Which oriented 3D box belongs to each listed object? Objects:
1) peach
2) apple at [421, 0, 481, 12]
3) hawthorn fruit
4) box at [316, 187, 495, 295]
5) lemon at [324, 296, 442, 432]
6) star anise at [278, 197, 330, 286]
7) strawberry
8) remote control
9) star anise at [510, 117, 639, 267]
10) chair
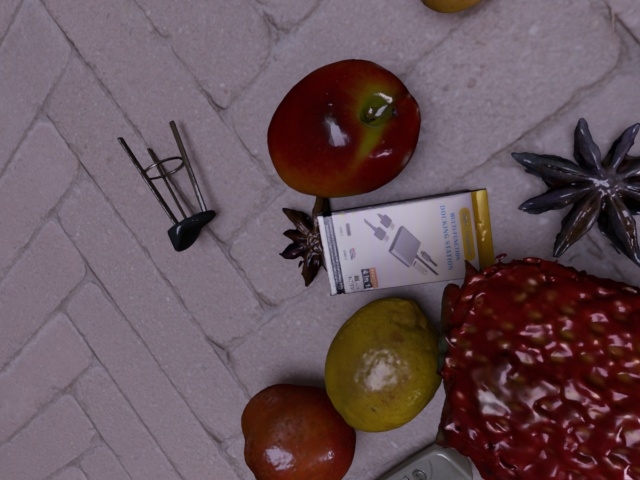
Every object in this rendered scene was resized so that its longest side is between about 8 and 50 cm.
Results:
[{"bbox_3d":[0.028,-0.151,0.586,0.190,0.226,0.195,30,77,-20],"label":"peach"},{"bbox_3d":[0.160,-0.351,0.478,0.147,0.146,0.146,6,105,22],"label":"apple"},{"bbox_3d":[-0.019,0.333,0.710,0.226,0.196,0.196,-24,92,1],"label":"hawthorn fruit"},{"bbox_3d":[0.124,0.003,0.602,0.248,0.033,0.129,-9,99,11],"label":"box"},{"bbox_3d":[0.095,0.186,0.618,0.170,0.170,0.207,39,110,10],"label":"lemon"},{"bbox_3d":[-0.001,0.000,0.672,0.168,0.057,0.167,6,106,22],"label":"star anise"},{"bbox_3d":[0.301,0.145,0.440,0.344,0.292,0.291,-6,101,42],"label":"strawberry"},{"bbox_3d":[0.159,0.433,0.713,0.090,0.049,0.230,44,114,7],"label":"remote control"},{"bbox_3d":[0.343,-0.055,0.507,0.205,0.061,0.180,2,91,18],"label":"star anise"},{"bbox_3d":[-0.262,-0.097,0.744,0.095,0.104,0.221,-24,90,9],"label":"chair"}]
